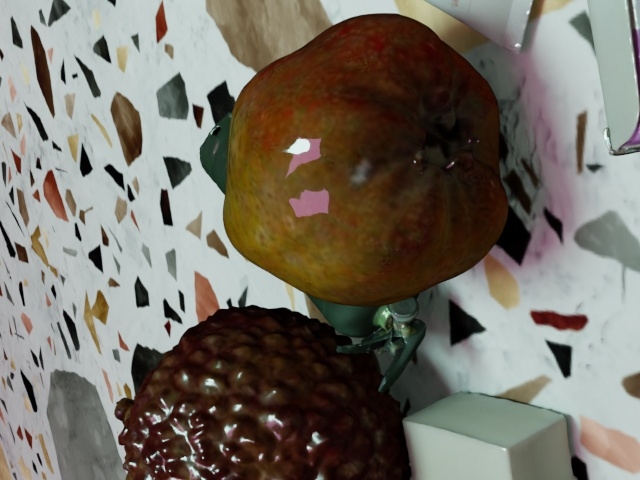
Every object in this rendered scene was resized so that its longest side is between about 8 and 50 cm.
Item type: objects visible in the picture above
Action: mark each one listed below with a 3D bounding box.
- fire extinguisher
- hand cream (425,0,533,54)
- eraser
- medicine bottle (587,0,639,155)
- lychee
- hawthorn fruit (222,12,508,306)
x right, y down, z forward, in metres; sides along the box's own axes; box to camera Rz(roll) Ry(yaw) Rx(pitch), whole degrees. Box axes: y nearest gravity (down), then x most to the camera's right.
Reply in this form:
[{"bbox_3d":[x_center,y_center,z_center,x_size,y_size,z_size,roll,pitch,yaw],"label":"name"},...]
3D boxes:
[{"bbox_3d":[0.000,0.000,0.844,0.311,0.114,0.095,47,150,32],"label":"fire extinguisher"},{"bbox_3d":[0.063,-0.244,0.687,0.248,0.083,0.133,34,132,30],"label":"hand cream"},{"bbox_3d":[0.149,0.272,0.765,0.124,0.081,0.278,3,106,55],"label":"eraser"},{"bbox_3d":[0.221,-0.153,0.503,0.171,0.052,0.201,-2,101,57],"label":"medicine bottle"},{"bbox_3d":[-0.062,0.187,0.847,0.300,0.264,0.264,7,113,23],"label":"lychee"},{"bbox_3d":[0.017,-0.055,0.713,0.248,0.208,0.208,-6,99,57],"label":"hawthorn fruit"}]
